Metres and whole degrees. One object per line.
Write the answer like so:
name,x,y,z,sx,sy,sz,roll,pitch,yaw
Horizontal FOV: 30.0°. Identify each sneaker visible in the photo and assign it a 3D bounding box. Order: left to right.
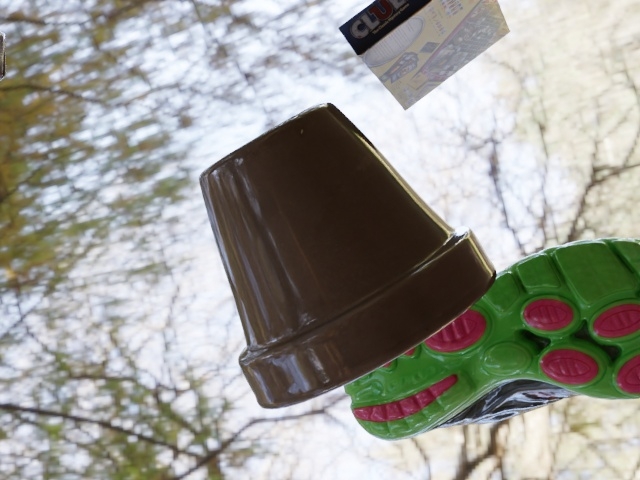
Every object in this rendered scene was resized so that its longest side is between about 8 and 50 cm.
sneaker,0.254,0.109,1.379,0.202,0.482,0.185,-4,-99,-57

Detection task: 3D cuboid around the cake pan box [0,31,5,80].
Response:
cake pan box,-0.482,-0.155,1.171,0.245,0.267,0.070,24,-138,-36

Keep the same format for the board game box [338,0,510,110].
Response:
board game box,0.127,-0.242,1.374,0.042,0.165,0.243,56,-172,16

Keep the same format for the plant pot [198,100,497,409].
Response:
plant pot,0.000,0.000,1.147,0.263,0.263,0.229,-35,-85,-50
